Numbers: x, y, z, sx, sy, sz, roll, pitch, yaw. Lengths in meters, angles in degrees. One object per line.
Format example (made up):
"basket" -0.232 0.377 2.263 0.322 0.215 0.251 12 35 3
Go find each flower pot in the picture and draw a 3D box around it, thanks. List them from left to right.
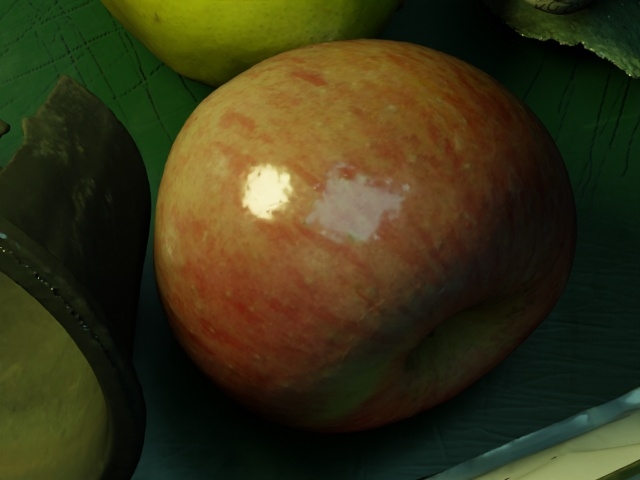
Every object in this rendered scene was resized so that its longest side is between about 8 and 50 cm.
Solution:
"flower pot" -0.274 0.023 1.503 0.379 0.379 0.251 21 45 1

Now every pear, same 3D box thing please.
"pear" -0.062 -0.302 1.635 0.287 0.375 0.287 4 22 -2

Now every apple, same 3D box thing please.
"apple" 0.026 -0.011 1.543 0.345 0.344 0.269 -31 64 -19

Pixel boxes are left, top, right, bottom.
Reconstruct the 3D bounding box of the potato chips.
"potato chips" 0.219 -0.232 1.791 0.228 0.059 0.167 25 58 2

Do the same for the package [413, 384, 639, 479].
"package" 0.177 0.241 1.563 0.311 0.221 0.165 -21 33 -14

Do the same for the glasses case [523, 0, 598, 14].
"glasses case" 0.265 -0.304 1.768 0.137 0.085 0.355 51 47 7
